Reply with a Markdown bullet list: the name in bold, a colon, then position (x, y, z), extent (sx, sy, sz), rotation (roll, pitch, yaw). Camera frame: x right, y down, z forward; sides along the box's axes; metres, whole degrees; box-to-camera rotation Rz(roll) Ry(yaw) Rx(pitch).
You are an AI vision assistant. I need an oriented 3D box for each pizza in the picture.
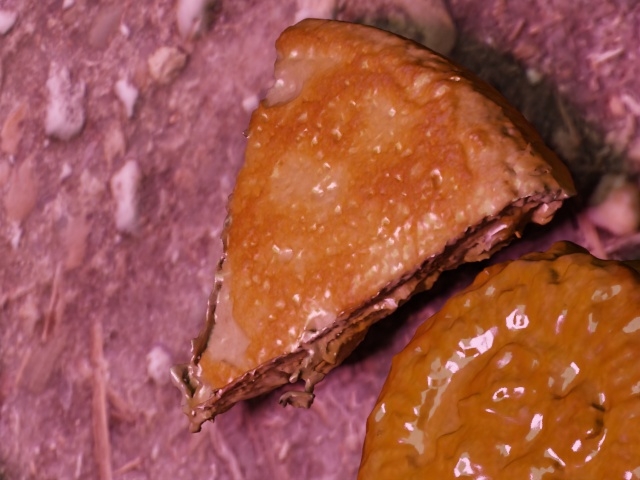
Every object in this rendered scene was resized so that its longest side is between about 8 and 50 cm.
- **pizza**: position (0.000, 0.000, 1.108), extent (0.287, 0.075, 0.280), rotation (-52, 46, 10)

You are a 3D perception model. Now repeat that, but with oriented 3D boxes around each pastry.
- **pastry**: position (0.125, 0.112, 0.921), extent (0.240, 0.132, 0.235), rotation (-30, 57, 23)
